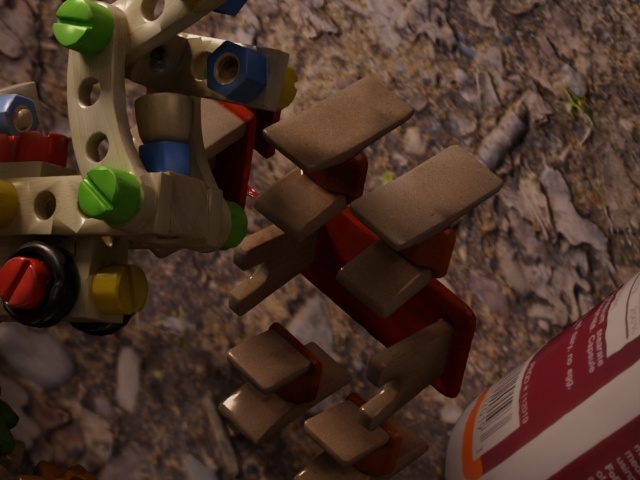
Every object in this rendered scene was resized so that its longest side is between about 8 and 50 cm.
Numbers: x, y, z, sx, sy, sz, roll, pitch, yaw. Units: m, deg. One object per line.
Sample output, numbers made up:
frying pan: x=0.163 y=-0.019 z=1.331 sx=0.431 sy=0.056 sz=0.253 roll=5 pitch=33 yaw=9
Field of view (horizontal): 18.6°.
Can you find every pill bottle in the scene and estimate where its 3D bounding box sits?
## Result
pill bottle: x=0.282 y=0.108 z=1.316 sx=0.224 sy=0.392 sz=0.224 roll=22 pitch=47 yaw=-26

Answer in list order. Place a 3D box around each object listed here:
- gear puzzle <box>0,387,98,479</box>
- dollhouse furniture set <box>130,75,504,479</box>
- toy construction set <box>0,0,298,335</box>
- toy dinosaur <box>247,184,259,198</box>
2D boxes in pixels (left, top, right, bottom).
gear puzzle: x=-0.242 y=0.099 z=1.106 sx=0.339 sy=0.044 sz=0.175 roll=31 pitch=26 yaw=-14
dollhouse furniture set: x=0.000 y=0.000 z=1.257 sx=0.135 sy=0.262 sz=0.259 roll=-31 pitch=59 yaw=-33
toy construction set: x=-0.164 y=-0.052 z=1.161 sx=0.151 sy=0.327 sz=0.215 roll=10 pitch=81 yaw=-40
toy dinosaur: x=-0.084 y=-0.067 z=1.399 sx=0.047 sy=0.090 sz=0.082 roll=-38 pitch=118 yaw=-64
